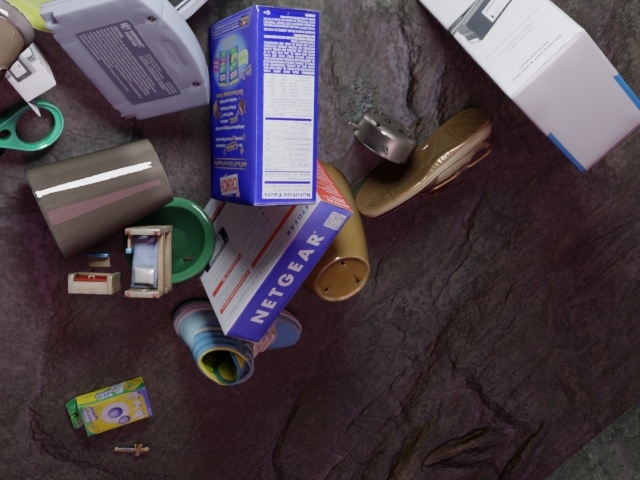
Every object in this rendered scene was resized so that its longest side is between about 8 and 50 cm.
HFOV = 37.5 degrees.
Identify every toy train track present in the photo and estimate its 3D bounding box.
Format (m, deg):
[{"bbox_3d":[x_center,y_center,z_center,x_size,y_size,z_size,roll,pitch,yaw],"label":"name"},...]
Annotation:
[{"bbox_3d":[-0.461,0.506,2.296,0.083,0.014,0.048,5,132,-23],"label":"toy train track"}]

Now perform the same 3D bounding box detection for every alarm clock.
[{"bbox_3d":[0.145,-0.215,1.927,0.064,0.129,0.192,-57,158,19],"label":"alarm clock"}]

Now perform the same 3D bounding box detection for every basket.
[{"bbox_3d":[-0.400,-0.087,1.738,0.227,0.154,0.204,-23,138,-13],"label":"basket"}]

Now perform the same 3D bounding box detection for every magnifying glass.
[{"bbox_3d":[-0.556,-0.181,1.627,0.231,0.026,0.092,-21,131,-27],"label":"magnifying glass"}]

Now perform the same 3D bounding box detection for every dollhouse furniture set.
[{"bbox_3d":[-0.382,0.037,1.775,0.184,0.129,0.129,1,94,2],"label":"dollhouse furniture set"}]

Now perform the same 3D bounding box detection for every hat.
[{"bbox_3d":[-0.310,0.013,1.938,0.209,0.173,0.183,-18,175,-2],"label":"hat"}]

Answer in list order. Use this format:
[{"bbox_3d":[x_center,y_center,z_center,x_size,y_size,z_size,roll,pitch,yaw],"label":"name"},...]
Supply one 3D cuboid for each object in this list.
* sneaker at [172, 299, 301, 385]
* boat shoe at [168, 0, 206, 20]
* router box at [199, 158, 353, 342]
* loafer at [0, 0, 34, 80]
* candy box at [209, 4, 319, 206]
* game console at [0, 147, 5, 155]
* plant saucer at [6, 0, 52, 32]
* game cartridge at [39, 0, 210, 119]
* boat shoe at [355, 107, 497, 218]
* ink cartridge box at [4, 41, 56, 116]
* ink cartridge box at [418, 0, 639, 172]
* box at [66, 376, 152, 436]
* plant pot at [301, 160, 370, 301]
[{"bbox_3d":[-0.159,0.243,2.091,0.319,0.208,0.127,6,123,-31],"label":"sneaker"},{"bbox_3d":[-0.180,-0.481,1.508,0.335,0.121,0.119,-47,156,11],"label":"boat shoe"},{"bbox_3d":[-0.114,-0.025,1.824,0.082,0.301,0.335,19,117,-37],"label":"router box"},{"bbox_3d":[-0.579,-0.247,1.428,0.134,0.130,0.366,39,140,-26],"label":"loafer"},{"bbox_3d":[-0.102,-0.220,1.606,0.122,0.268,0.317,0,96,-23],"label":"candy box"},{"bbox_3d":[-0.622,-0.151,1.618,0.107,0.071,0.122,-25,136,12],"label":"game console"},{"bbox_3d":[-0.409,-0.448,1.504,0.241,0.037,0.241,-14,133,-16],"label":"plant saucer"},{"bbox_3d":[-0.306,-0.314,1.574,0.196,0.060,0.294,-7,151,16],"label":"game cartridge"},{"bbox_3d":[0.237,-0.142,2.034,0.342,0.123,0.123,-38,133,-2],"label":"boat shoe"},{"bbox_3d":[-0.495,-0.301,1.537,0.060,0.104,0.180,-33,135,0],"label":"ink cartridge box"},{"bbox_3d":[0.383,-0.348,1.741,0.166,0.395,0.285,-43,133,15],"label":"ink cartridge box"},{"bbox_3d":[-0.484,0.385,2.162,0.179,0.043,0.105,-16,132,-12],"label":"box"},{"bbox_3d":[0.000,0.000,1.937,0.237,0.254,0.237,-14,131,-17],"label":"plant pot"}]
